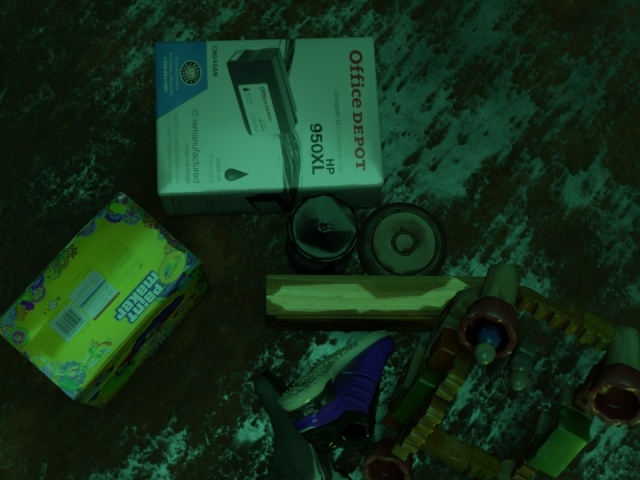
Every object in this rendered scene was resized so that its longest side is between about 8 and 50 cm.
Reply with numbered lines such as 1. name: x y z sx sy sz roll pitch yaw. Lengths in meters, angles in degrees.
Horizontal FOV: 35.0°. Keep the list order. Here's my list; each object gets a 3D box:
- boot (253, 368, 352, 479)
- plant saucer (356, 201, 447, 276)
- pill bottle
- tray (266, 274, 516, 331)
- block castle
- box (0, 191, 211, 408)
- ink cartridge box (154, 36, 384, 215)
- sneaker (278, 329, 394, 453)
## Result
1. boot: -0.079 0.407 1.729 0.222 0.118 0.338 -32 77 -4
2. plant saucer: 0.152 0.008 1.865 0.168 0.029 0.168 1 79 -3
3. pill bottle: 0.000 0.000 1.761 0.122 0.219 0.123 1 78 -3
4. tray: 0.112 0.112 1.751 0.411 0.203 0.076 0 78 -3
5. block castle: 0.275 0.283 1.597 0.303 0.453 0.213 28 40 1
6. box: -0.349 0.109 1.690 0.177 0.279 0.290 41 80 6
7. ink cartridge box: -0.092 -0.205 1.826 0.395 0.166 0.285 -3 79 -4
8. sneaker: 0.052 0.265 1.720 0.293 0.102 0.146 -32 90 -50
